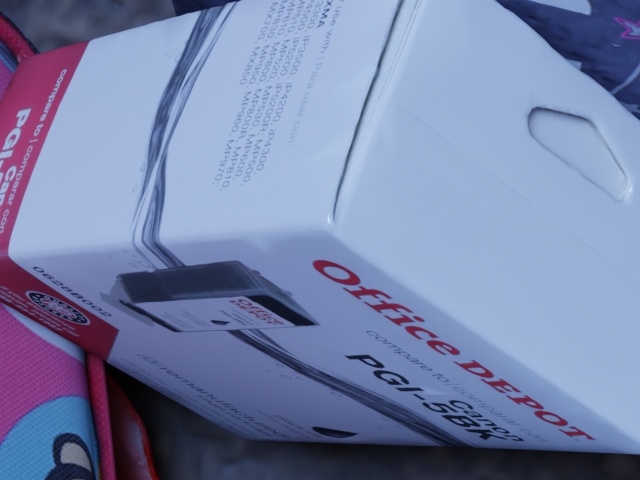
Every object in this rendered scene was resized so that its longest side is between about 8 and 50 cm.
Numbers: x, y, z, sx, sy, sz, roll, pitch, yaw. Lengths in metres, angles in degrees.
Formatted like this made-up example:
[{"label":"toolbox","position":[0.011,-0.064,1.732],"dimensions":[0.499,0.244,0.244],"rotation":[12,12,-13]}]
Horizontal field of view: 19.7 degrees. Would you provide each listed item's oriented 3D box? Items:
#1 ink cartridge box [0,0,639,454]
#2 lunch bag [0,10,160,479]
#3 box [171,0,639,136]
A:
[{"label":"ink cartridge box","position":[0.000,0.000,0.383],"dimensions":[0.135,0.099,0.056],"rotation":[-6,58,50]},{"label":"lunch bag","position":[-0.135,0.066,0.391],"dimensions":[0.120,0.258,0.293],"rotation":[-28,59,41]},{"label":"box","position":[0.059,-0.083,0.403],"dimensions":[0.163,0.247,0.142],"rotation":[15,69,9]}]
